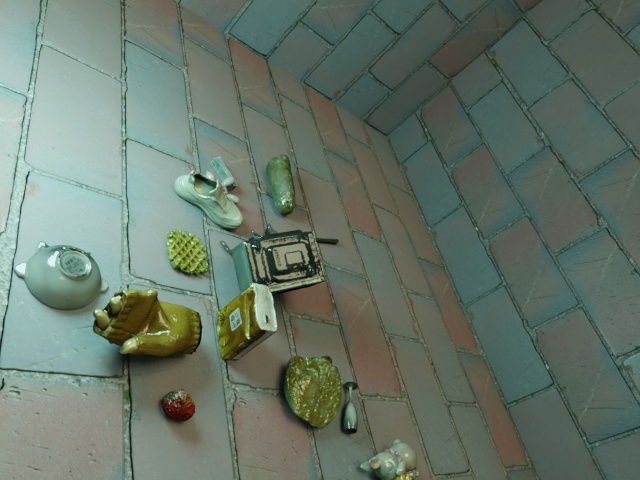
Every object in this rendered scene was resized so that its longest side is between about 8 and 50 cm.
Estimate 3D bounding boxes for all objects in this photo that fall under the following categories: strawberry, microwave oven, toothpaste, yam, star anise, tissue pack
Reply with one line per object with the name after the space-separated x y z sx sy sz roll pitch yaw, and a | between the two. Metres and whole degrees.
-0.399 0.467 1.393 0.096 0.083 0.083 55 31 2 | strawberry
-0.159 0.092 1.864 0.295 0.181 0.238 -9 82 -28 | microwave oven
-0.431 -0.299 2.196 0.164 0.046 0.034 56 33 9 | toothpaste
-0.191 -0.269 2.418 0.133 0.133 0.331 18 49 -43 | yam
-0.206 0.056 2.050 0.359 0.139 0.316 37 36 3 | star anise
-0.250 0.274 1.649 0.091 0.226 0.183 17 44 -41 | tissue pack

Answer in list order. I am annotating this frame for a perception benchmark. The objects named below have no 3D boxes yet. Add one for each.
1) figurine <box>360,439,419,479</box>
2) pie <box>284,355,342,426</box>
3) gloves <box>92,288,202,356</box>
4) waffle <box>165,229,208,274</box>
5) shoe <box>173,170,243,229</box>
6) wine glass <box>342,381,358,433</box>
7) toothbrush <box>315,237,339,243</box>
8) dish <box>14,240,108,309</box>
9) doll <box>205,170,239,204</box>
0.260 0.852 1.828 0.235 0.127 0.155 -1 67 -47 | figurine
-0.022 0.546 1.790 0.274 0.105 0.257 14 55 -45 | pie
-0.497 0.249 1.418 0.356 0.155 0.203 36 38 -53 | gloves
-0.482 0.042 1.776 0.169 0.036 0.184 20 44 -45 | waffle
-0.419 -0.174 1.949 0.316 0.159 0.124 32 53 -21 | shoe
0.118 0.651 1.903 0.066 0.066 0.198 35 34 -25 | wine glass
0.000 0.000 2.468 0.297 0.030 0.031 5 62 -51 | toothbrush
-0.712 0.076 1.383 0.236 0.086 0.228 -8 64 -56 | dish
-0.433 -0.222 2.090 0.160 0.059 0.161 -5 76 -46 | doll
